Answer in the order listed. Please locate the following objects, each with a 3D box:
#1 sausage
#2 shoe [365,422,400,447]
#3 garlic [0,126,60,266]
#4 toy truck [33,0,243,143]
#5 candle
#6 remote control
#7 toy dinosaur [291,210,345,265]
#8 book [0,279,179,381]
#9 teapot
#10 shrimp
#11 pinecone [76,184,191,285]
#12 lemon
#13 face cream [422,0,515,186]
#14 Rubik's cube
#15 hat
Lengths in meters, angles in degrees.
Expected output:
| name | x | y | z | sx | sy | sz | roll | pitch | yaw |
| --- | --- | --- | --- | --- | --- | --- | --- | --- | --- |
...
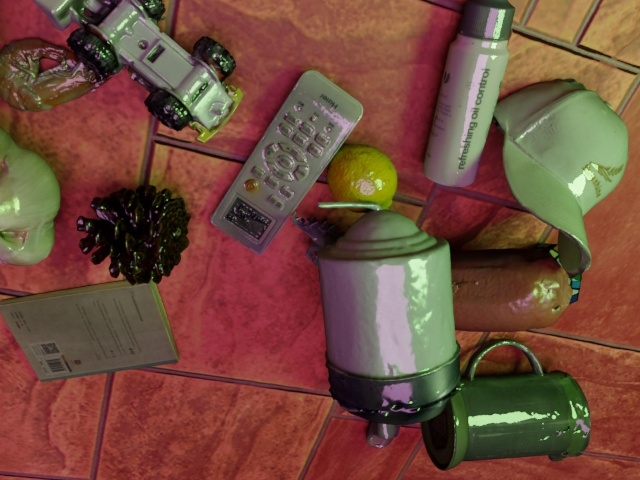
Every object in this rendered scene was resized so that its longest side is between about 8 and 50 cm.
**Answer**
| name | x | y | z | sx | sy | sz | roll | pitch | yaw |
| --- | --- | --- | --- | --- | --- | --- | --- | --- | --- |
| sausage | 0.293 | 0.088 | 0.962 | 0.280 | 0.152 | 0.152 | -4 | 127 | 29 |
| shoe | 0.156 | 0.419 | 1.230 | 0.079 | 0.078 | 0.195 | 10 | 123 | -12 |
| garlic | -0.486 | -0.078 | 0.770 | 0.185 | 0.203 | 0.281 | -29 | 119 | -10 |
| toy truck | -0.240 | -0.257 | 0.738 | 0.286 | 0.111 | 0.136 | 40 | 78 | -17 |
| candle | 0.108 | 0.097 | 0.863 | 0.221 | 0.221 | 0.342 | -5 | 101 | -4 |
| remote control | -0.059 | -0.121 | 0.884 | 0.109 | 0.055 | 0.313 | 35 | 115 | -7 |
| toy dinosaur | -0.002 | -0.001 | 0.950 | 0.082 | 0.039 | 0.209 | -55 | 142 | -7 |
| book | -0.433 | 0.177 | 1.033 | 0.283 | 0.025 | 0.214 | -7 | 123 | -2 |
| teapot | 0.403 | 0.349 | 1.169 | 0.337 | 0.200 | 0.270 | 0 | 88 | -10 |
| shrimp | -0.382 | -0.243 | 0.779 | 0.180 | 0.041 | 0.099 | -12 | 108 | 1 |
| pinecone | -0.303 | -0.011 | 0.863 | 0.165 | 0.163 | 0.163 | 5 | 122 | 10 |
| lemon | 0.069 | -0.098 | 0.877 | 0.109 | 0.109 | 0.133 | -37 | 93 | 15 |
| face cream | 0.230 | -0.239 | 0.827 | 0.092 | 0.092 | 0.311 | 2 | 120 | -9 |
| Rubik's cube | 0.432 | 0.069 | 1.029 | 0.133 | 0.112 | 0.133 | -3 | 123 | -5 |
| hat | 0.399 | -0.102 | 0.843 | 0.168 | 0.301 | 0.258 | -27 | 125 | 35 |
